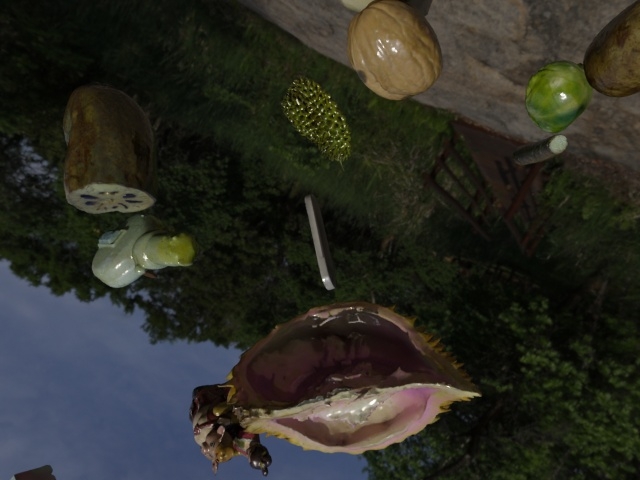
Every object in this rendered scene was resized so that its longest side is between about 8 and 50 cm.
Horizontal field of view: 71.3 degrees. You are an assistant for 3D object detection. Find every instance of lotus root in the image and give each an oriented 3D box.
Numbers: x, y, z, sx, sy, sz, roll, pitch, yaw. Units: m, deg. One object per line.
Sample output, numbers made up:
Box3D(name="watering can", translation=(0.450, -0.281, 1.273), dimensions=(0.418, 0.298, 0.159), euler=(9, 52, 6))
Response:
Box3D(name="lotus root", translation=(0.541, -0.329, 0.770), dimensions=(0.129, 0.145, 0.260), euler=(21, -174, 4))
Box3D(name="lotus root", translation=(-0.563, -0.251, 1.190), dimensions=(0.250, 0.251, 0.345), euler=(18, -128, -61))

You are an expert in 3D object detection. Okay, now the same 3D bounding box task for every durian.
Box3D(name="durian", translation=(-0.008, -0.413, 1.502), dimensions=(0.355, 0.157, 0.169), euler=(54, -167, 15))
Box3D(name="durian", translation=(0.025, 0.129, 0.415), dimensions=(0.165, 0.182, 0.132), euler=(51, 179, 10))

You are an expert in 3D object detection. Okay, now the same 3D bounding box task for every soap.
Box3D(name="soap", translation=(-0.508, 0.465, 0.764), dimensions=(0.100, 0.149, 0.056), euler=(26, -174, 39))

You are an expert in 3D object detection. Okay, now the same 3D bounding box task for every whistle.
Box3D(name="whistle", translation=(-0.213, 0.008, 0.534), dimensions=(0.198, 0.104, 0.057), euler=(-2, 140, 47))

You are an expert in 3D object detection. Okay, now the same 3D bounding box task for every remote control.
Box3D(name="remote control", translation=(0.000, 0.000, 1.069), dimensions=(0.077, 0.022, 0.244), euler=(43, -147, -65))

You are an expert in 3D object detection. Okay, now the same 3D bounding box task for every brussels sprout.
Box3D(name="brussels sprout", translation=(0.560, -0.330, 1.029), dimensions=(0.152, 0.149, 0.122), euler=(34, -160, -42))

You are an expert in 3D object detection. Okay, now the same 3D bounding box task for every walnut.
Box3D(name="walnut", translation=(0.186, -0.471, 1.110), dimensions=(0.261, 0.225, 0.225), euler=(38, -179, -33))

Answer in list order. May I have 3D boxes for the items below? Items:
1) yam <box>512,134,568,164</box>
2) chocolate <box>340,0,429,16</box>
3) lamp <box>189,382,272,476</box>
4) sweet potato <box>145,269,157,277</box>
Box3D(name="yam", translation=(0.577, -0.237, 1.182), dimensions=(0.061, 0.061, 0.274), euler=(30, -173, 3))
Box3D(name="chocolate", translation=(0.176, -0.814, 1.277), dimensions=(0.297, 0.314, 0.326), euler=(23, -136, 21))
Box3D(name="lamp", translation=(-0.175, 0.352, 0.820), dimensions=(0.118, 0.118, 0.253), euler=(27, 179, -26))
Box3D(name="sweet potato", translation=(-0.598, 0.105, 1.507), dimensions=(0.026, 0.026, 0.115), euler=(35, -179, 34))
